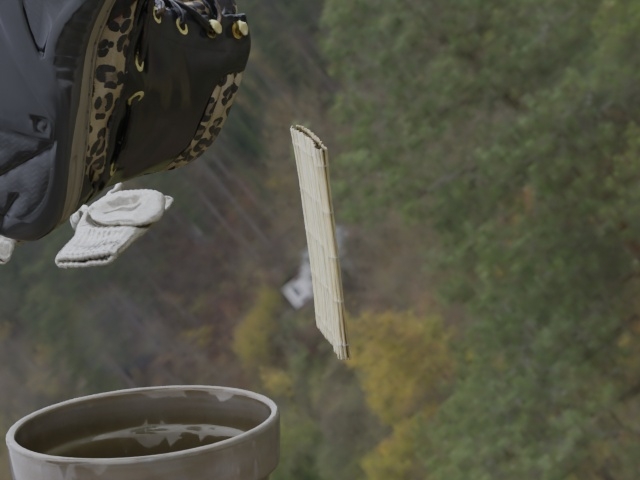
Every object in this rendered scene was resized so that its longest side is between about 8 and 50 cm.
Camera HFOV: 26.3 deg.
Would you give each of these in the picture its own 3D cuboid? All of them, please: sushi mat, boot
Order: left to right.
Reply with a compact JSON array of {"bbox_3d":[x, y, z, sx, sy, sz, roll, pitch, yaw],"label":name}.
[{"bbox_3d":[-0.161,-0.200,1.155,0.284,0.138,0.377,-26,-50,-65],"label":"boot"},{"bbox_3d":[0.000,0.000,1.945,0.019,0.317,0.151,-11,18,-12],"label":"sushi mat"}]

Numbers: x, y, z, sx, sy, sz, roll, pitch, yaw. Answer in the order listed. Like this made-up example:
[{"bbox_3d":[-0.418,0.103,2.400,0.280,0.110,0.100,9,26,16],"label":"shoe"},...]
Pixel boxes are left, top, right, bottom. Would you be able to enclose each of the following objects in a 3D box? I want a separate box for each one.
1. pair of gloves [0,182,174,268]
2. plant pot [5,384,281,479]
[{"bbox_3d":[-0.303,-0.024,1.602,0.240,0.042,0.204,1,22,21],"label":"pair of gloves"},{"bbox_3d":[-0.199,0.344,1.627,0.323,0.280,0.323,-3,9,0],"label":"plant pot"}]
